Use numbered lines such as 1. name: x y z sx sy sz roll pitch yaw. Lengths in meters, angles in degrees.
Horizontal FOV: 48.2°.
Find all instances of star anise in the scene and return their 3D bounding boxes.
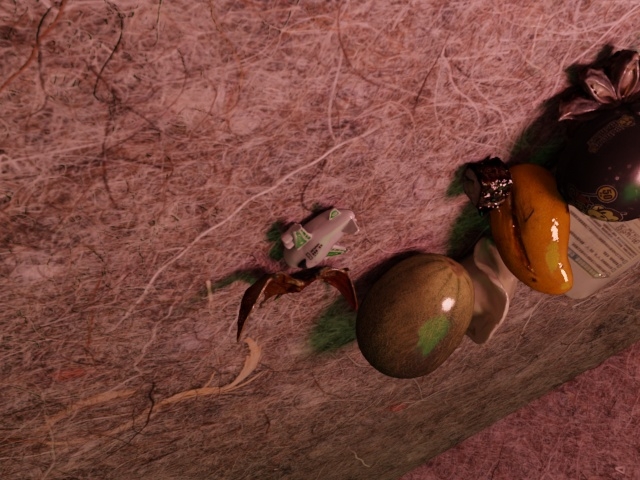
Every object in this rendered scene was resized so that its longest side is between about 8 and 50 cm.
1. star anise: 0.585 -0.287 1.437 0.235 0.109 0.223 7 128 -20

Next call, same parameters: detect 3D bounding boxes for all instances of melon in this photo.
1. melon: 0.222 0.176 1.682 0.248 0.249 0.329 7 125 -44

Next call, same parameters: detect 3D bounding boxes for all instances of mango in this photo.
1. mango: 0.457 -0.023 1.551 0.177 0.295 0.120 -13 174 41

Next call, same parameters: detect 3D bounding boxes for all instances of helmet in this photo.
1. helmet: 0.616 -0.140 1.404 0.278 0.160 0.230 -33 131 13

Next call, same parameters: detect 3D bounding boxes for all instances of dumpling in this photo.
1. dumpling: 0.413 0.145 1.791 0.187 0.243 0.318 -3 140 -9

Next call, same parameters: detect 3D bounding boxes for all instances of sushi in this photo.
1. sushi: 0.353 -0.117 1.499 0.084 0.098 0.094 -17 149 -16

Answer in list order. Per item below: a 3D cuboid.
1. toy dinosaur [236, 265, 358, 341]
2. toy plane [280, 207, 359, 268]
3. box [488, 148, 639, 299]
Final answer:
1. toy dinosaur: -0.037 0.125 1.511 0.206 0.113 0.327 -21 168 16
2. toy plane: -0.001 -0.002 1.408 0.173 0.080 0.174 -18 149 -11
3. box: 0.656 -0.061 1.717 0.396 0.111 0.396 33 117 -32
